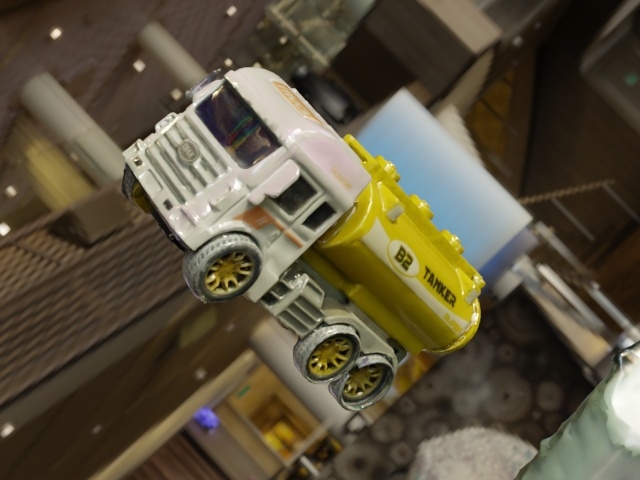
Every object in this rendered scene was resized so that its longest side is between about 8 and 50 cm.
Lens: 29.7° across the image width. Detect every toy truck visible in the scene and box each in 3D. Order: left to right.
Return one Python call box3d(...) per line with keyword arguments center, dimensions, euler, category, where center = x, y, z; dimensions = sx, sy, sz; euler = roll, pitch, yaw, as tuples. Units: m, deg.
box3d(center=(0.000, 0.000, 0.656), dimensions=(0.114, 0.098, 0.227), euler=(-43, -43, 3), category="toy truck")

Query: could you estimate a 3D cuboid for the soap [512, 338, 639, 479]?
box3d(center=(0.187, 0.198, 0.643), dimensions=(0.261, 0.156, 0.446), euler=(0, -45, -40), category="soap")
